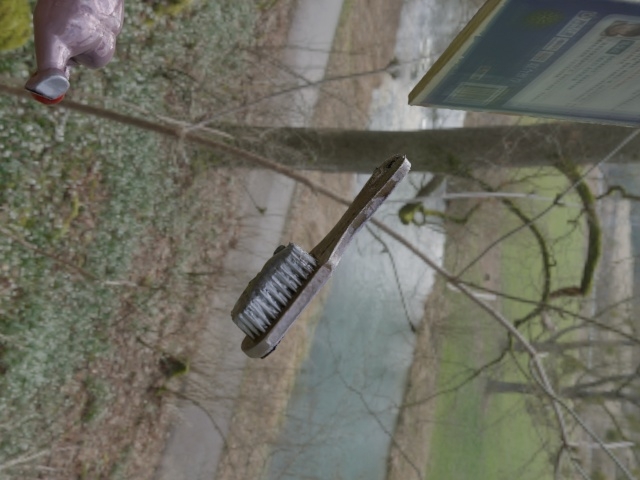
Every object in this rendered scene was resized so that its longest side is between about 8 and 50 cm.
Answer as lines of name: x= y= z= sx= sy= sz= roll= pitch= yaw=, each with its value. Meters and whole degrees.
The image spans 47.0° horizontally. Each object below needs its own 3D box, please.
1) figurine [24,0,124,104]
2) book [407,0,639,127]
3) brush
figurine: x=-0.266 y=-0.289 z=0.798 sx=0.288 sy=0.186 sz=0.176 roll=-71 pitch=161 yaw=2
book: x=0.252 y=-0.133 z=0.570 sx=0.228 sy=0.322 sz=0.018 roll=142 pitch=-49 yaw=-76
brush: x=0.000 y=0.000 z=0.899 sx=0.065 sy=0.070 sz=0.327 roll=47 pitch=68 yaw=-16
